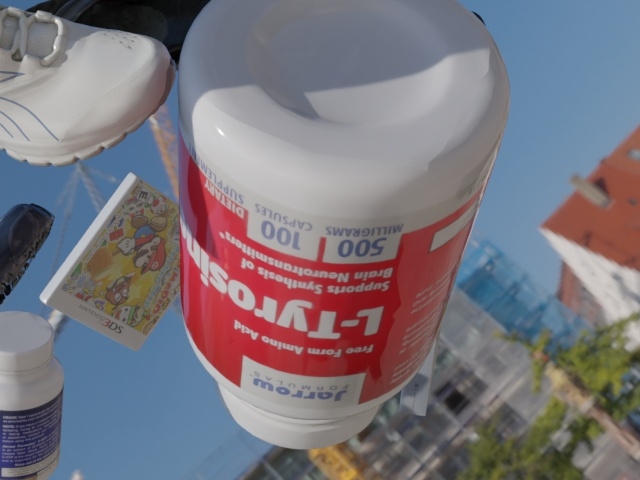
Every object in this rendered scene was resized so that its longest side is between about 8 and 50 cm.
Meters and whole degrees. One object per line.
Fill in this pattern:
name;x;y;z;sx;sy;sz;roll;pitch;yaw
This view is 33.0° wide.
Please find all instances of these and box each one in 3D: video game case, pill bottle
video game case;-0.279;0.037;1.623;0.227;0.026;0.206;-55;-42;-3
pill bottle;0.000;0.000;0.876;0.229;0.229;0.408;-36;-26;-29
pill bottle;-0.349;0.180;1.229;0.112;0.112;0.187;-25;-46;-47

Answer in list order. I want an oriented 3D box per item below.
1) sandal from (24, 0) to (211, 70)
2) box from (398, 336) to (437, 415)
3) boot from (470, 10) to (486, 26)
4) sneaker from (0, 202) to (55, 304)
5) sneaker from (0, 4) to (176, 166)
sandal;-0.249;-0.276;1.414;0.445;0.167;0.107;-24;-4;-10
box;0.137;0.131;1.427;0.186;0.038;0.145;-53;-30;-76
boot;0.074;-0.154;0.936;0.121;0.045;0.099;-43;24;-28
sneaker;-0.371;0.060;0.938;0.319;0.131;0.112;-51;3;-27
sneaker;-0.260;-0.136;0.834;0.129;0.297;0.111;79;-165;-53
